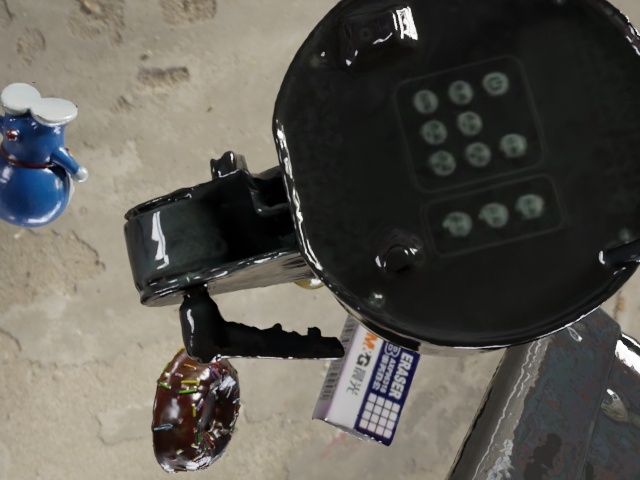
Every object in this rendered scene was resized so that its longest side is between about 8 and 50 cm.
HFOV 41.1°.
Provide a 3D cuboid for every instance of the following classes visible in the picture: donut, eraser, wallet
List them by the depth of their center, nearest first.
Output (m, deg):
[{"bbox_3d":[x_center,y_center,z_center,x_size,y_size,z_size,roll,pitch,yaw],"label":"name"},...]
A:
[{"bbox_3d":[0.222,0.207,0.718,0.228,0.406,0.062,44,127,-1],"label":"wallet"},{"bbox_3d":[0.096,0.187,1.431,0.130,0.086,0.287,25,73,-18],"label":"eraser"},{"bbox_3d":[-0.214,0.301,1.519,0.235,0.089,0.235,6,90,-70],"label":"donut"}]

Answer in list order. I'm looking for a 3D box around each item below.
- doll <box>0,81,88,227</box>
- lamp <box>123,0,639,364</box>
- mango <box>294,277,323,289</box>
[{"bbox_3d":[-0.515,-0.149,1.516,0.215,0.161,0.257,28,120,6],"label":"doll"},{"bbox_3d":[0.095,-0.035,0.527,0.374,0.205,0.272,-18,170,22],"label":"lamp"},{"bbox_3d":[-0.001,0.002,1.023,0.089,0.163,0.111,23,135,2],"label":"mango"}]
